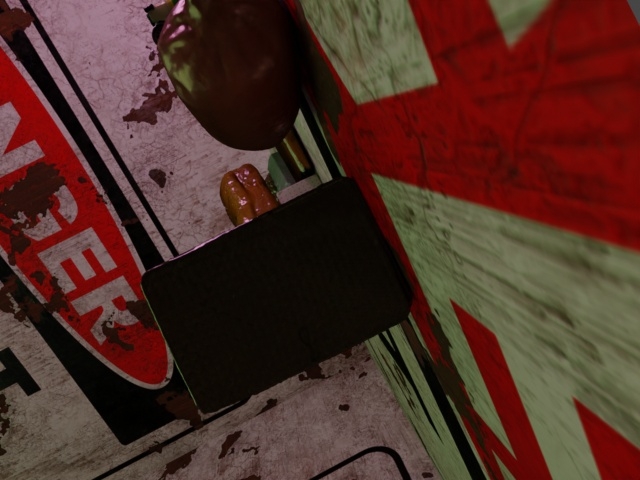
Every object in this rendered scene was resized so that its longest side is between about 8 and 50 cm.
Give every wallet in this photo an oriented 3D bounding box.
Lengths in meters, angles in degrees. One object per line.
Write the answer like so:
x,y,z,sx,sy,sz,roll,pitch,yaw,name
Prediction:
-0.063,-0.193,0.920,0.161,0.041,0.195,58,175,3,wallet

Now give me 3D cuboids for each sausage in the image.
-0.089,-0.180,0.501,0.148,0.148,0.254,62,175,10,sausage

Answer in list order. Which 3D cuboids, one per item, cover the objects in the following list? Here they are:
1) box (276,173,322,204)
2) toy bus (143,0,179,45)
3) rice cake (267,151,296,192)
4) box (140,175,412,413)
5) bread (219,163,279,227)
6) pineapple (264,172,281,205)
0.000,-0.001,0.998,0.210,0.095,0.330,62,176,5,box
-0.279,-0.441,1.101,0.306,0.178,0.143,65,175,-29,toy bus
-0.086,-0.163,1.176,0.207,0.069,0.063,59,139,43,rice cake
-0.049,0.062,0.569,0.184,0.273,0.143,63,177,1,box
-0.107,-0.005,0.897,0.380,0.109,0.185,57,172,51,bread
-0.075,-0.124,1.282,0.251,0.125,0.125,43,163,52,pineapple
